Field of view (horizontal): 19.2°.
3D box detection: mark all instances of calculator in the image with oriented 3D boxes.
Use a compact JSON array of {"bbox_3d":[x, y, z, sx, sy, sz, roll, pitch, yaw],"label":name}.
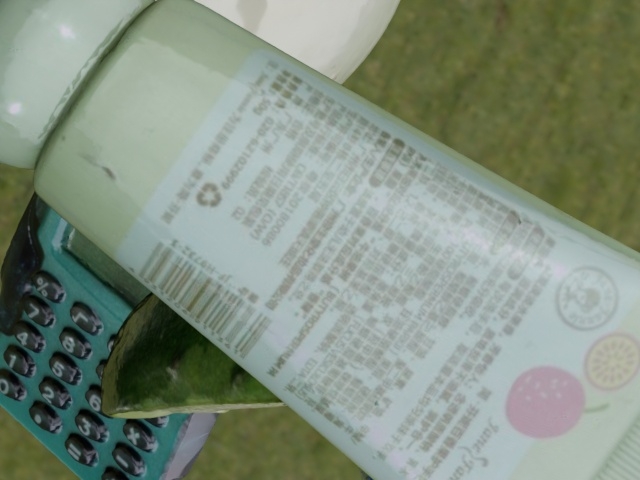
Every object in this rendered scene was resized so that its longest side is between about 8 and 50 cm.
[{"bbox_3d":[-0.193,0.094,1.683,0.058,0.248,0.274,-14,137,-53],"label":"calculator"}]

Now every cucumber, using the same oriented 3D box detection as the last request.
[{"bbox_3d":[-0.067,0.061,1.270,0.105,0.325,0.145,12,75,-31],"label":"cucumber"}]

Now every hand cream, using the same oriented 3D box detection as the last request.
[{"bbox_3d":[0.000,0.000,0.711,0.147,0.306,0.093,-55,178,3],"label":"hand cream"}]

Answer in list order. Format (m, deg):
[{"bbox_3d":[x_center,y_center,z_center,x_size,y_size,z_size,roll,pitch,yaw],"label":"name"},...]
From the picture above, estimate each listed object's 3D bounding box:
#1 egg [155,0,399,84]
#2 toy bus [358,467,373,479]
[{"bbox_3d":[-0.084,-0.185,1.070,0.345,0.283,0.283,-8,121,-60],"label":"egg"},{"bbox_3d":[0.084,0.142,1.362,0.114,0.134,0.246,-20,172,-6],"label":"toy bus"}]
